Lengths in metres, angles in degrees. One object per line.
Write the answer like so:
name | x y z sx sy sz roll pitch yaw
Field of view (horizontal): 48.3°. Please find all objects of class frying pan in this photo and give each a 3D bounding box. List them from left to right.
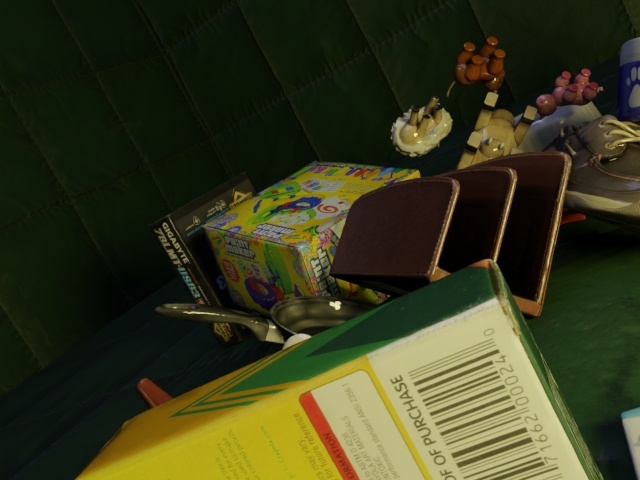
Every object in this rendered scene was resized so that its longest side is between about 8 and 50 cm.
frying pan | -0.017 0.117 0.882 0.326 0.053 0.197 -4 17 -41

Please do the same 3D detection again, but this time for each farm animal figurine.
farm animal figurine | 0.329 -0.169 1.226 0.327 0.330 0.172 -44 -18 -26

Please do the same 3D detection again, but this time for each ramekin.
ramekin | 0.437 -0.188 1.415 0.273 0.127 0.273 -27 9 4

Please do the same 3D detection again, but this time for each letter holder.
letter holder | 0.158 -0.030 0.936 0.302 0.152 0.214 -4 68 70

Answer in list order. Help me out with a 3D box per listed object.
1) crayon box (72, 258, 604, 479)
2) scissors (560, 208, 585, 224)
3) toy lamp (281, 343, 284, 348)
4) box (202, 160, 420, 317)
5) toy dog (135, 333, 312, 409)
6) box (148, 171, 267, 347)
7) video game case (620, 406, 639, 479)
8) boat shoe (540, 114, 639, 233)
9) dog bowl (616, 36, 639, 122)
crayon box | 0.001 0.169 0.425 0.319 0.202 0.081 -25 9 15
scissors | 0.393 -0.038 1.046 0.109 0.021 0.297 -28 9 -15
toy lamp | -0.022 0.160 0.974 0.080 0.080 0.274 -28 9 5
box | 0.000 0.000 1.263 0.279 0.177 0.290 -33 27 -30
toy dog | -0.061 0.174 0.721 0.334 0.161 0.220 -28 11 4
box | -0.186 0.033 1.530 0.073 0.293 0.295 -24 9 34
video game case | 0.257 0.136 0.440 0.119 0.015 0.166 -25 9 21
boat shoe | 0.357 -0.093 0.895 0.355 0.132 0.130 -116 44 -76
dog bowl | 0.519 -0.198 0.904 0.265 0.104 0.265 2 7 0
